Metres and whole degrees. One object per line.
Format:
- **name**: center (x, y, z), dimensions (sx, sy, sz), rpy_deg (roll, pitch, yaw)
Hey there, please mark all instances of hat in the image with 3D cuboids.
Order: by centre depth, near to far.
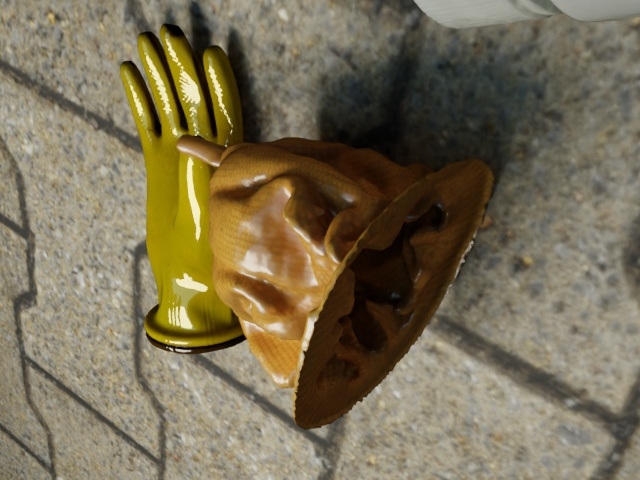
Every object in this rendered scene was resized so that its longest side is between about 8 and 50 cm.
- **hat**: center (-0.033, -0.018, 0.672), dimensions (0.233, 0.244, 0.233), rpy_deg (37, 103, 23)

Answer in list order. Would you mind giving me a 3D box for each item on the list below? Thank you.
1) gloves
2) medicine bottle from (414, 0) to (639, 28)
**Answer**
- **gloves**: center (-0.127, -0.052, 0.828), dimensions (0.133, 0.116, 0.294), rpy_deg (7, 116, 27)
- **medicine bottle**: center (0.163, -0.180, 0.432), dimensions (0.252, 0.144, 0.144), rpy_deg (-2, 115, 41)
